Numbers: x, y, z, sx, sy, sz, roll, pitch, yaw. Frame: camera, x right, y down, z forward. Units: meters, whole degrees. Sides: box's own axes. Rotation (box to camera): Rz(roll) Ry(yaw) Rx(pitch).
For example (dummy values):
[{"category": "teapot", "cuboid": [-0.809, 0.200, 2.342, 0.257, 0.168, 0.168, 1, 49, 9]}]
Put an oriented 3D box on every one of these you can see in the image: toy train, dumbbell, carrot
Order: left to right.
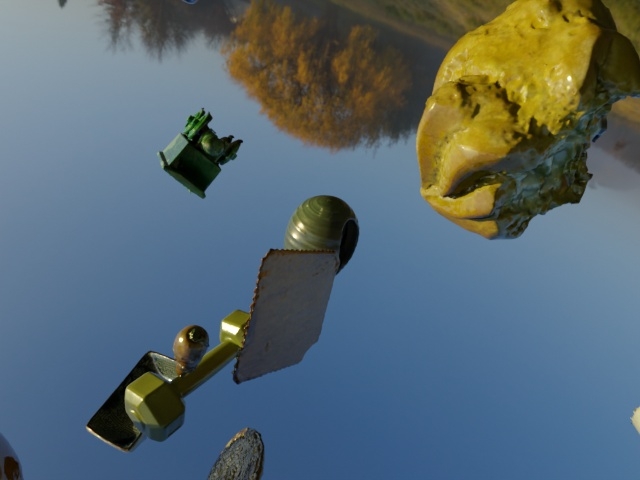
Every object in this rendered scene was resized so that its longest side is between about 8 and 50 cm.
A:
[{"category": "carrot", "cuboid": [-0.206, 0.182, 0.672, 0.049, 0.254, 0.049, 9, -120, -17]}, {"category": "toy train", "cuboid": [-0.334, -0.248, 1.209, 0.145, 0.202, 0.266, 41, 180, -30]}, {"category": "dumbbell", "cuboid": [-0.231, 0.255, 0.865, 0.108, 0.121, 0.302, 36, -137, 20]}]

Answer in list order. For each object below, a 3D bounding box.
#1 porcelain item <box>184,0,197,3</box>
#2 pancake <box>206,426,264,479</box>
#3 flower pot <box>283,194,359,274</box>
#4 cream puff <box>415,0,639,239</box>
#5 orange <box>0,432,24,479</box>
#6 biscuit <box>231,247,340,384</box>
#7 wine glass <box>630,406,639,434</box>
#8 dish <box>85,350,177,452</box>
[{"category": "porcelain item", "cuboid": [-0.211, -0.435, 0.629, 0.147, 0.114, 0.147, 45, -164, -17]}, {"category": "pancake", "cuboid": [-0.162, 0.434, 0.786, 0.021, 0.199, 0.199, 40, -160, -20]}, {"category": "flower pot", "cuboid": [0.000, 0.000, 1.077, 0.157, 0.243, 0.189, 24, -141, 18]}, {"category": "cream puff", "cuboid": [0.252, -0.178, 0.634, 0.270, 0.323, 0.274, -14, -129, -5]}, {"category": "orange", "cuboid": [-0.585, 0.381, 0.651, 0.262, 0.196, 0.334, 47, 164, 0]}, {"category": "biscuit", "cuboid": [-0.050, 0.126, 0.772, 0.013, 0.232, 0.237, 19, -172, 33]}, {"category": "wine glass", "cuboid": [0.373, 0.211, 0.324, 0.126, 0.126, 0.241, 7, -147, -25]}, {"category": "dish", "cuboid": [-0.452, 0.422, 1.133, 0.182, 0.080, 0.243, 7, -134, 32]}]
